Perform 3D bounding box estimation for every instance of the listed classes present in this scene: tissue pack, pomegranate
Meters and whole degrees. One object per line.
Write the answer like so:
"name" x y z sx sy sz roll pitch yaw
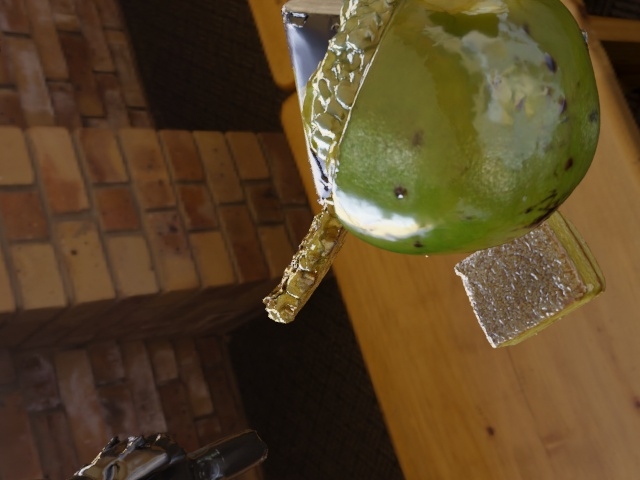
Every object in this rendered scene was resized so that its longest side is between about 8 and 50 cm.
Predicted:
"tissue pack" 0.118 -0.267 1.577 0.264 0.253 0.417 15 133 30
"pomegranate" 0.114 -0.132 0.701 0.260 0.260 0.341 51 149 29

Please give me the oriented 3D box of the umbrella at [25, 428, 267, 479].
"umbrella" -0.152 0.197 0.617 0.118 0.340 0.118 3 95 34

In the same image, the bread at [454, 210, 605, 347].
"bread" 0.380 0.069 1.559 0.234 0.110 0.184 -40 69 42

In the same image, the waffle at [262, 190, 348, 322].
"waffle" 0.002 0.001 1.116 0.052 0.254 0.245 30 95 3

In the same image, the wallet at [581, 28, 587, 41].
"wallet" 0.381 -0.247 1.430 0.141 0.059 0.202 1 99 22
